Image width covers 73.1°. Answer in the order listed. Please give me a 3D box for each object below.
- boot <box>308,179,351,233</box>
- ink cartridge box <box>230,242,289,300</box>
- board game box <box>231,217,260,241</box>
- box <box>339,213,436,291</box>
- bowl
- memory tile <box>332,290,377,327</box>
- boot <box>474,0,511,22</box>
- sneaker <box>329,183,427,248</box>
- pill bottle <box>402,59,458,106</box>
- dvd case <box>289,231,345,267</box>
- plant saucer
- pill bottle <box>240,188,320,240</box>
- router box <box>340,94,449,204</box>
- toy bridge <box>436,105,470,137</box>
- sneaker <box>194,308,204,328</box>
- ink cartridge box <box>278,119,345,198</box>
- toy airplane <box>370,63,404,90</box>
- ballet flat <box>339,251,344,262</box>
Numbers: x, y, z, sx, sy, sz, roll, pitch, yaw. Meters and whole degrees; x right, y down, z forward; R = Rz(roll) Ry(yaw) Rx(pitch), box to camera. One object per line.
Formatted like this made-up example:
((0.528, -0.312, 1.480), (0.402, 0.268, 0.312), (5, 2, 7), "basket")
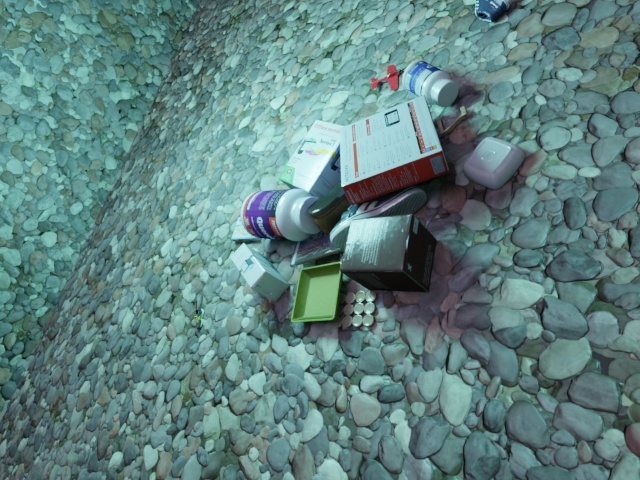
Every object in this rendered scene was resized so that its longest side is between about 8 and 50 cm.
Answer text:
((0.098, -0.138, 1.448), (0.305, 0.115, 0.112), (-39, 27, -20), "boot")
((-0.217, 0.113, 1.538), (0.082, 0.139, 0.191), (-50, 46, 2), "ink cartridge box")
((-0.294, -0.048, 1.774), (0.154, 0.026, 0.103), (-2, 65, 39), "board game box")
((0.193, 0.041, 1.226), (0.203, 0.167, 0.168), (-2, 64, 38), "box")
((0.486, -0.229, 1.226), (0.142, 0.053, 0.142), (-51, 46, 2), "bowl")
((0.103, 0.209, 1.311), (0.148, 0.012, 0.113), (-10, 59, 36), "memory tile")
((0.559, -0.823, 1.498), (0.086, 0.069, 0.190), (-42, 48, 8), "boot")
((0.164, -0.094, 1.355), (0.321, 0.126, 0.127), (-28, 51, 4), "sneaker")
((0.370, -0.522, 1.449), (0.112, 0.112, 0.186), (-45, 46, 9), "pill bottle")
((0.000, 0.000, 1.481), (0.221, 0.018, 0.164), (-20, 38, 31), "dvd case")
((0.000, 0.173, 1.383), (0.188, 0.045, 0.188), (-13, 57, 42), "plant saucer")
((-0.132, -0.091, 1.538), (0.323, 0.181, 0.181), (5, 68, 48), "pill bottle")
((0.214, -0.289, 1.347), (0.301, 0.082, 0.335), (-17, 42, 19), "router box")
((0.392, -0.369, 1.401), (0.188, 0.026, 0.063), (-22, 55, 28), "toy bridge")
((-0.489, 0.310, 1.719), (0.031, 0.035, 0.083), (-21, 54, 30), "sneaker")
((0.002, -0.295, 1.613), (0.201, 0.117, 0.278), (29, 85, 45), "ink cartridge box")
((0.252, -0.625, 1.664), (0.151, 0.028, 0.151), (-21, 52, 29), "toy airplane")
((0.078, 0.055, 1.406), (0.041, 0.041, 0.114), (-19, 54, 30), "ballet flat")
